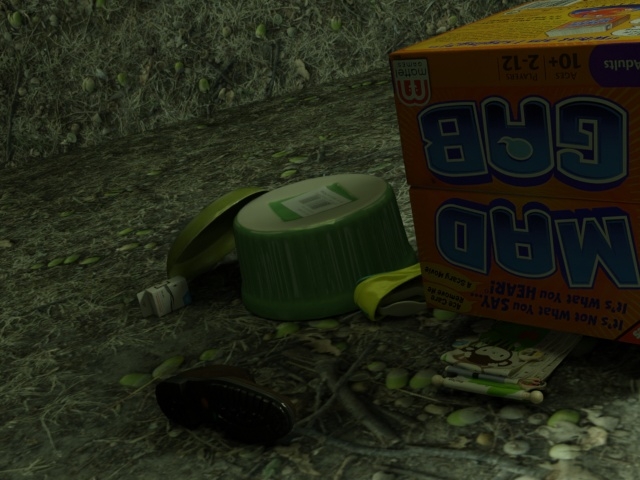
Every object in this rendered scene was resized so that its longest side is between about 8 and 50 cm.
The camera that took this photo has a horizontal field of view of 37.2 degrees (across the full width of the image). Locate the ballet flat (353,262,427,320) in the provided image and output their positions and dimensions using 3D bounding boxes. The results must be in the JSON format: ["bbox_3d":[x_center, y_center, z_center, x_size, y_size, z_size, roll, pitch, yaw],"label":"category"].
[{"bbox_3d":[0.164,0.066,1.431,0.231,0.077,0.077,-19,41,-8],"label":"ballet flat"}]

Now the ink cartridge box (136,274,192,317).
[{"bbox_3d":[-0.267,0.099,1.629,0.083,0.048,0.028,-25,22,-27],"label":"ink cartridge box"}]

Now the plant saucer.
[{"bbox_3d":[-0.187,-0.017,1.687,0.241,0.037,0.241,-42,-11,-10],"label":"plant saucer"}]

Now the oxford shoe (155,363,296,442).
[{"bbox_3d":[-0.107,0.195,1.216,0.227,0.083,0.096,7,23,42],"label":"oxford shoe"}]

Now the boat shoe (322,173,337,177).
[{"bbox_3d":[0.037,-0.068,1.816,0.089,0.109,0.258,-29,22,-29],"label":"boat shoe"}]

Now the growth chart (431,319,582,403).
[{"bbox_3d":[0.243,0.142,1.227,0.172,0.021,0.237,2,22,34],"label":"growth chart"}]

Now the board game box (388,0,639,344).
[{"bbox_3d":[0.356,-0.116,1.243,0.356,0.356,0.356,8,26,42],"label":"board game box"}]

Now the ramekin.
[{"bbox_3d":[0.000,0.000,1.581,0.303,0.148,0.303,-12,19,4],"label":"ramekin"}]
